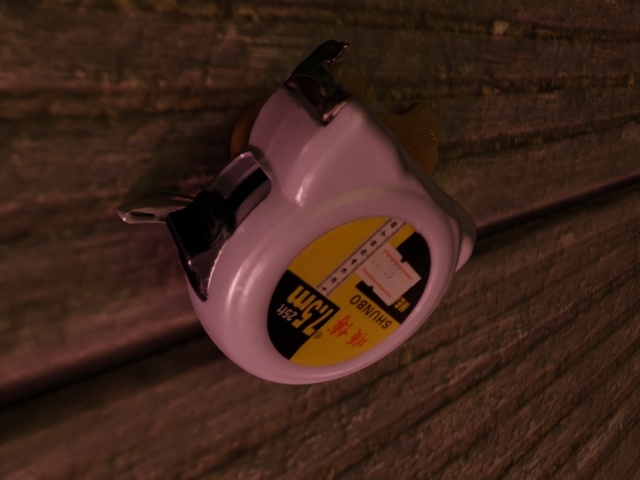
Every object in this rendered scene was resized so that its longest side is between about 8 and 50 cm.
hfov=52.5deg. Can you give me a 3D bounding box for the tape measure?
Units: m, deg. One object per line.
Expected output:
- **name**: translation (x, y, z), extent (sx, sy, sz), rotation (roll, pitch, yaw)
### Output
- **tape measure**: translation (-0.004, 0.001, 0.418), extent (0.178, 0.105, 0.196), rotation (-42, 135, 3)

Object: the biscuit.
- **biscuit**: translation (0.023, -0.063, 0.522), extent (0.234, 0.030, 0.153), rotation (-2, 92, -46)
